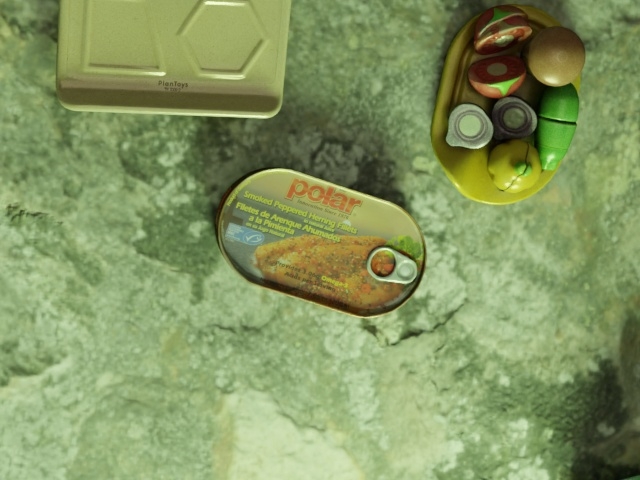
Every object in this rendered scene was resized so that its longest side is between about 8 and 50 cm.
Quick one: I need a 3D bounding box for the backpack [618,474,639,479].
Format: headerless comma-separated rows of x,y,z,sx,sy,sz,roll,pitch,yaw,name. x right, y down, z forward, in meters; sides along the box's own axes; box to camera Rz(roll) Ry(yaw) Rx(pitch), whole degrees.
0.310,0.273,1.664,0.182,0.115,0.152,-12,88,-10,backpack

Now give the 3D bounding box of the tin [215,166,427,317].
0.000,0.000,1.598,0.189,0.040,0.106,19,97,-14,tin

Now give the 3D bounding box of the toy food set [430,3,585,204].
0.174,-0.136,1.600,0.128,0.071,0.218,10,95,-14,toy food set

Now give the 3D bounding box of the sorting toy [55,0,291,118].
-0.120,-0.209,1.527,0.193,0.038,0.208,1,107,-11,sorting toy
